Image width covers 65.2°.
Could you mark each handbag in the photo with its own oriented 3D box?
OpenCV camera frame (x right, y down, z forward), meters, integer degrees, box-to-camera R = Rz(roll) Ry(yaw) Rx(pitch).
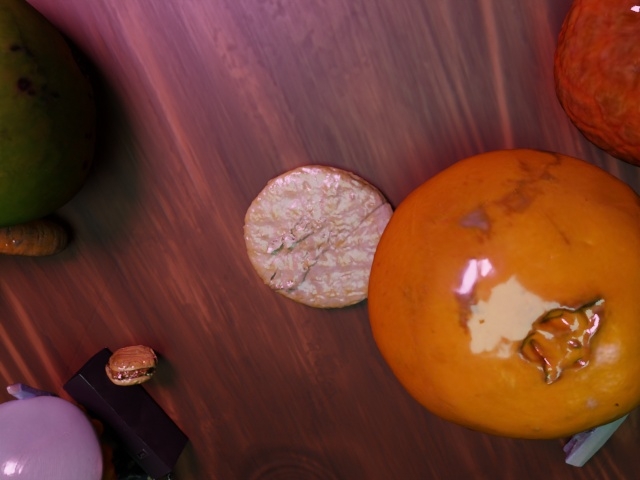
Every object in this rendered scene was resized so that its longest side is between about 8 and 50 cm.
[{"bbox_3d":[-0.313,0.434,0.893,0.115,0.072,0.139,-23,118,17],"label":"handbag"}]

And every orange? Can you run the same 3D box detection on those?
[{"bbox_3d":[0.206,0.055,0.546,0.313,0.312,0.311,3,110,8],"label":"orange"}]

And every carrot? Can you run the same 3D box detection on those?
[{"bbox_3d":[-0.448,-0.007,0.694,0.060,0.186,0.060,-3,85,44],"label":"carrot"}]

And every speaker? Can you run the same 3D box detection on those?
[{"bbox_3d":[-0.314,0.285,0.824,0.044,0.082,0.218,-33,104,17],"label":"speaker"}]

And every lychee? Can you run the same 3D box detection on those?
[{"bbox_3d":[0.351,-0.181,0.463,0.255,0.255,0.300,-33,137,18],"label":"lychee"}]

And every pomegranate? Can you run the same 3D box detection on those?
[{"bbox_3d":[-0.437,-0.142,0.558,0.359,0.216,0.309,-28,111,-22],"label":"pomegranate"}]

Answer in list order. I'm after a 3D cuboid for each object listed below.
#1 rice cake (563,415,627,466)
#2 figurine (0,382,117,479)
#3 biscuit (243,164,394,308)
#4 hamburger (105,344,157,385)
[{"bbox_3d":[0.412,0.257,0.728,0.042,0.030,0.180,22,112,-6],"label":"rice cake"},{"bbox_3d":[-0.461,0.392,0.784,0.224,0.205,0.381,50,134,12],"label":"figurine"},{"bbox_3d":[0.000,0.000,0.696,0.220,0.033,0.219,2,110,7],"label":"biscuit"},{"bbox_3d":[-0.296,0.196,0.786,0.076,0.083,0.044,0,103,-23],"label":"hamburger"}]
